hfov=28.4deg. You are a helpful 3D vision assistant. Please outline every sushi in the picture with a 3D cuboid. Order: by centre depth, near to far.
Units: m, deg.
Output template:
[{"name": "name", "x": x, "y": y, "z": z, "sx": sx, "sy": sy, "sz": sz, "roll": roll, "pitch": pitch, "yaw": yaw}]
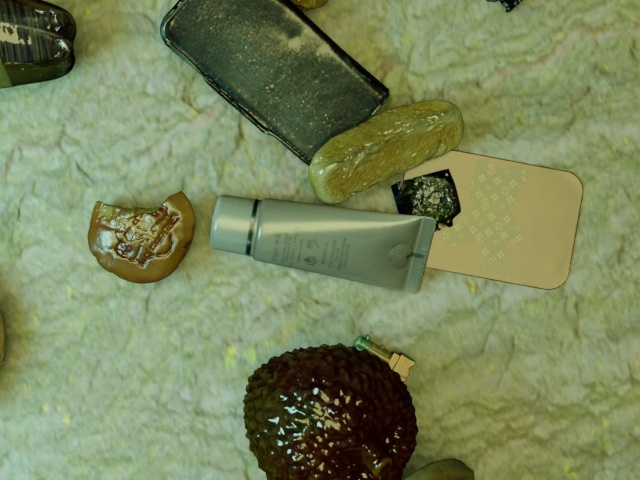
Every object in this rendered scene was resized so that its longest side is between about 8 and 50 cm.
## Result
[{"name": "sushi", "x": 0.157, "y": -0.053, "z": 1.833, "sx": 0.083, "sy": 0.056, "sz": 0.085, "roll": -17, "pitch": 89, "yaw": -8}]

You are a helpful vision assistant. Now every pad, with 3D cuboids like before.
[{"name": "pad", "x": 0.246, "y": -0.034, "z": 1.862, "sx": 0.267, "sy": 0.004, "sz": 0.181, "roll": 10, "pitch": 90, "yaw": -2}]

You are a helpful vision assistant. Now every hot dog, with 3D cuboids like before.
[{"name": "hot dog", "x": 0.088, "y": -0.136, "z": 1.811, "sx": 0.242, "sy": 0.084, "sz": 0.073, "roll": -26, "pitch": 52, "yaw": -10}]

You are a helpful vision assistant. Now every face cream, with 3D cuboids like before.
[{"name": "face cream", "x": 0.000, "y": 0.000, "z": 1.811, "sx": 0.314, "sy": 0.089, "sz": 0.143, "roll": 11, "pitch": 126, "yaw": 0}]

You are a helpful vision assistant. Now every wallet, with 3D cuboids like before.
[{"name": "wallet", "x": -0.068, "y": -0.255, "z": 1.811, "sx": 0.318, "sy": 0.045, "sz": 0.172, "roll": 40, "pitch": 99, "yaw": -12}]

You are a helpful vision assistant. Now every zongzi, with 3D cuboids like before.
[{"name": "zongzi", "x": -0.503, "y": -0.363, "z": 1.782, "sx": 0.289, "sy": 0.154, "sz": 0.318, "roll": -10, "pitch": 85, "yaw": -9}]

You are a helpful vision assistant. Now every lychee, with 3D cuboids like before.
[{"name": "lychee", "x": 0.007, "y": 0.248, "z": 1.732, "sx": 0.236, "sy": 0.271, "sz": 0.236, "roll": -17, "pitch": 117, "yaw": -38}]

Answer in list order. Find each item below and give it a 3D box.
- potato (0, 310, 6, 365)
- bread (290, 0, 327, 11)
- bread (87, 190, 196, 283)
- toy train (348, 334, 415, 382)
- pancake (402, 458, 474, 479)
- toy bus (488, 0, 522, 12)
[{"name": "potato", "x": -0.527, "y": 0.114, "z": 1.786, "sx": 0.161, "sy": 0.128, "sz": 0.235, "roll": 0, "pitch": 80, "yaw": -14}, {"name": "bread", "x": 0.071, "y": -0.479, "z": 1.821, "sx": 0.084, "sy": 0.077, "sz": 0.367, "roll": 40, "pitch": 90, "yaw": -2}, {"name": "bread", "x": -0.252, "y": -0.002, "z": 1.811, "sx": 0.156, "sy": 0.086, "sz": 0.125, "roll": -6, "pitch": 92, "yaw": 0}, {"name": "toy train", "x": 0.082, "y": 0.179, "z": 1.841, "sx": 0.103, "sy": 0.044, "sz": 0.064, "roll": 29, "pitch": 86, "yaw": -3}, {"name": "pancake", "x": 0.130, "y": 0.398, "z": 1.767, "sx": 0.042, "sy": 0.222, "sz": 0.236, "roll": 49, "pitch": 132, "yaw": 33}, {"name": "toy bus", "x": 0.242, "y": -0.427, "z": 1.817, "sx": 0.182, "sy": 0.091, "sz": 0.103, "roll": 43, "pitch": 88, "yaw": -3}]
